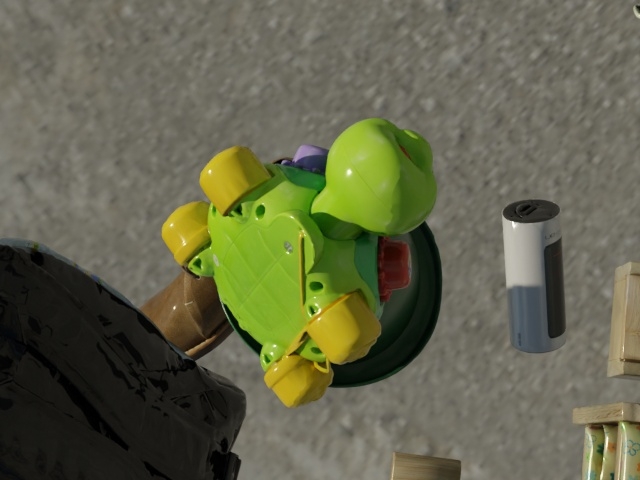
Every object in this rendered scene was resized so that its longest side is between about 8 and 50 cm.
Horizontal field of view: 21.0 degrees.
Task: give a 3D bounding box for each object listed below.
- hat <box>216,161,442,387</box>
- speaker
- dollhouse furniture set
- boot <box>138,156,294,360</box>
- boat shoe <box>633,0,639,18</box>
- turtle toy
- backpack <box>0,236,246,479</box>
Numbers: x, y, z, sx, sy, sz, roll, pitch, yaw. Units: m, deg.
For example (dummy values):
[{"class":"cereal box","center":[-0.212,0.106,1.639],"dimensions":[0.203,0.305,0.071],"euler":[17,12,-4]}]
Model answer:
[{"class":"hat","center":[0.027,-0.004,1.172],"dimensions":[0.173,0.209,0.183],"euler":[20,150,-7]},{"class":"speaker","center":[0.197,0.032,1.586],"dimensions":[0.055,0.055,0.136],"euler":[9,118,30]},{"class":"dollhouse furniture set","center":[0.105,0.093,0.795],"dimensions":[0.160,0.101,0.182],"euler":[6,82,-5]},{"class":"boot","center":[-0.110,0.027,1.685],"dimensions":[0.305,0.112,0.115],"euler":[-35,126,10]},{"class":"boat shoe","center":[0.229,-0.147,1.085],"dimensions":[0.077,0.219,0.070],"euler":[9,98,5]},{"class":"turtle toy","center":[0.000,0.000,0.662],"dimensions":[0.095,0.066,0.130],"euler":[54,147,8]},{"class":"backpack","center":[-0.257,0.148,1.455],"dimensions":[0.273,0.290,0.355],"euler":[13,155,27]}]
